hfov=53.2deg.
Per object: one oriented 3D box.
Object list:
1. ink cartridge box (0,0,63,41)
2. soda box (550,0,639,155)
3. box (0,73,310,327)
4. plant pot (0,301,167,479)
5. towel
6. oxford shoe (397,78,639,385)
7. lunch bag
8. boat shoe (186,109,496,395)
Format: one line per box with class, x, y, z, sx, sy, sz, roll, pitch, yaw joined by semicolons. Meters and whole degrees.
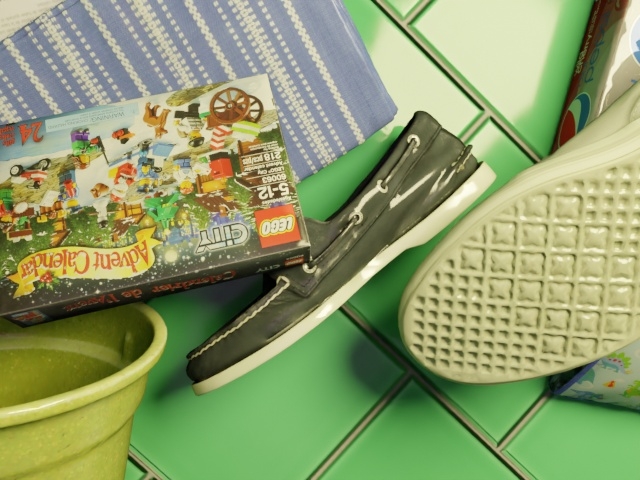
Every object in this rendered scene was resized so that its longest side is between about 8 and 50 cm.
ink cartridge box;-0.158;-0.171;0.599;0.275;0.060;0.239;-17;111;-6
soda box;0.302;-0.142;0.630;0.092;0.083;0.263;17;90;-5
box;-0.138;-0.036;0.512;0.233;0.044;0.159;-13;70;-6
plant pot;-0.264;0.193;0.511;0.276;0.276;0.254;2;103;-6
towel;-0.121;-0.128;0.576;0.336;0.040;0.243;-31;112;2
oxford shoe;0.256;-0.039;0.532;0.449;0.130;0.169;-41;100;12
lunch bag;0.315;0.105;0.633;0.128;0.096;0.151;12;119;-5
boat shoe;0.001;-0.001;0.583;0.340;0.127;0.113;-37;93;-5
